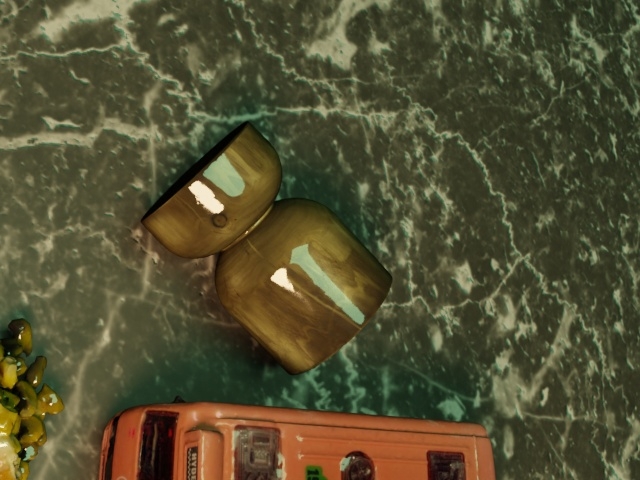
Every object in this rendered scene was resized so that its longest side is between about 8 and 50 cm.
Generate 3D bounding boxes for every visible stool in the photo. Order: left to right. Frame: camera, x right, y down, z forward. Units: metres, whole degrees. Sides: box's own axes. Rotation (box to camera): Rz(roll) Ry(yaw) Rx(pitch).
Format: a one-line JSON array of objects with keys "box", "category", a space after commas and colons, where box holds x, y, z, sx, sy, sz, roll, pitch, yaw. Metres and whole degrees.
[{"box": [-0.063, 0.011, 1.289, 0.264, 0.179, 0.179, 48, 56, -11], "category": "stool"}]

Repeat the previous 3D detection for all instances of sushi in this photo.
[{"box": [-0.369, 0.137, 1.072, 0.179, 0.167, 0.296, -26, 80, -16], "category": "sushi"}]

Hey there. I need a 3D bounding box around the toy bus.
[{"box": [-0.019, 0.287, 1.192, 0.427, 0.233, 0.203, 10, 70, -31], "category": "toy bus"}]
